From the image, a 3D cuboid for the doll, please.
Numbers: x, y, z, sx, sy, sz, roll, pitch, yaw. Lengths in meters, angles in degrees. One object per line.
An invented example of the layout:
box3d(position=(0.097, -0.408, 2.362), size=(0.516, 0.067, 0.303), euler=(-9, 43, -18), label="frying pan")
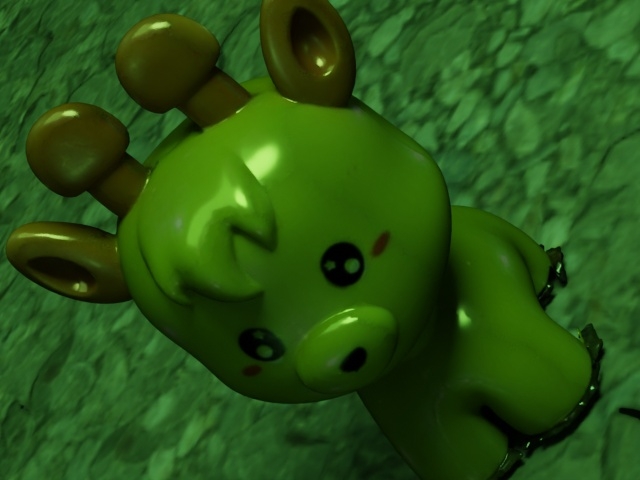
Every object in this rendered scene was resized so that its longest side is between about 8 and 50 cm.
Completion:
box3d(position=(0.000, 0.000, 0.691), size=(0.143, 0.221, 0.135), euler=(-42, 35, 21), label="doll")
